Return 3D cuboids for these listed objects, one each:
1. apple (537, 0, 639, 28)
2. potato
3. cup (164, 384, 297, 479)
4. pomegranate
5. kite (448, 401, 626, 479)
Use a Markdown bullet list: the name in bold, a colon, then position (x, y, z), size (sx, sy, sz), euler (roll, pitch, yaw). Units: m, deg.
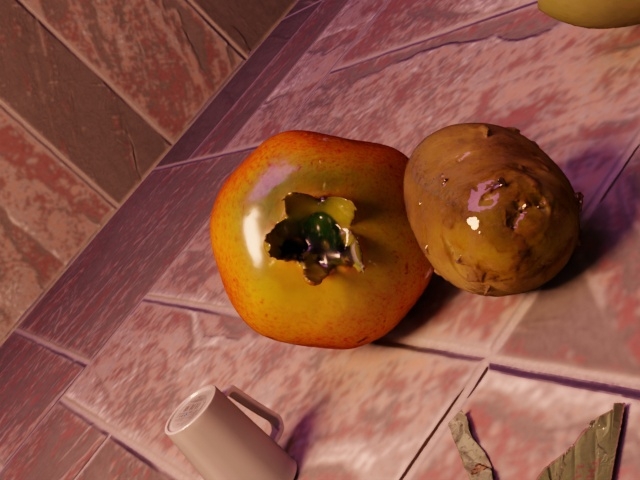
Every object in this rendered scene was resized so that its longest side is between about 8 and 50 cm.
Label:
- **apple**: position (0.290, -0.355, 0.978), size (0.292, 0.292, 0.254), euler (-23, 15, 49)
- **potato**: position (0.144, -0.025, 0.850), size (0.137, 0.137, 0.176), euler (-41, 34, 16)
- **cup**: position (-0.076, 0.184, 0.933), size (0.074, 0.116, 0.104), euler (-26, 21, 42)
- **pomegranate**: position (0.000, 0.000, 0.952), size (0.221, 0.221, 0.256), euler (-45, -7, 3)
- **kite**: position (0.117, 0.184, 0.680), size (0.229, 0.012, 0.250), euler (-43, 18, 7)
